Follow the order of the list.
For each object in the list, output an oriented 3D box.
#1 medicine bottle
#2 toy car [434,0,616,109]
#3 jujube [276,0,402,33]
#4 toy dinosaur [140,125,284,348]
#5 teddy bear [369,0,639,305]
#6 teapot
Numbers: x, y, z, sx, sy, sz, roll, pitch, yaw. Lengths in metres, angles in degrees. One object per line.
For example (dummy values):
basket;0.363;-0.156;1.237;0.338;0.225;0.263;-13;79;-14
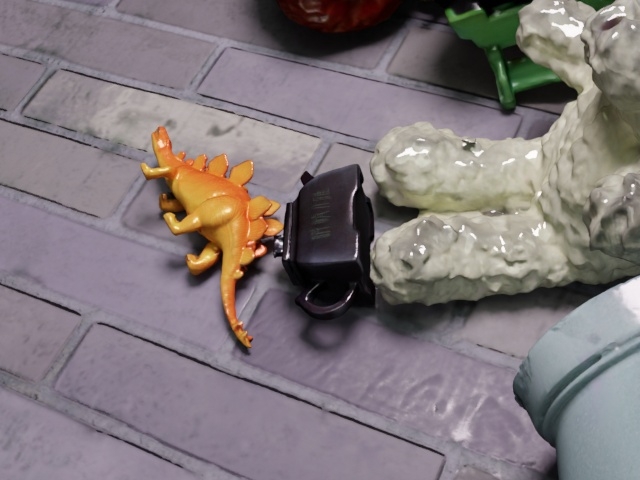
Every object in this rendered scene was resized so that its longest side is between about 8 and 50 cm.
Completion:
medicine bottle;0.279;0.185;0.610;0.245;0.245;0.290;-20;53;-4
toy car;0.219;-0.347;0.965;0.214;0.176;0.358;-15;67;21
jujube;0.010;-0.376;1.076;0.213;0.213;0.232;-14;53;1
toy dinosaur;-0.100;-0.026;0.934;0.117;0.070;0.288;-28;60;-10
teddy bear;0.226;-0.127;0.759;0.376;0.362;0.327;0;54;4
teapot;0.000;0.000;0.885;0.096;0.087;0.177;-7;54;11
